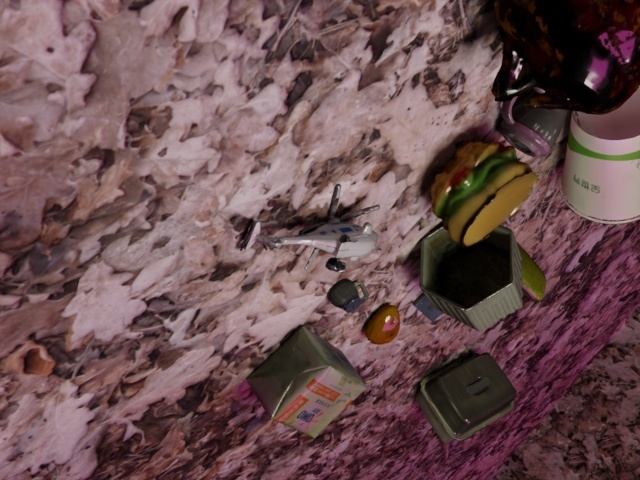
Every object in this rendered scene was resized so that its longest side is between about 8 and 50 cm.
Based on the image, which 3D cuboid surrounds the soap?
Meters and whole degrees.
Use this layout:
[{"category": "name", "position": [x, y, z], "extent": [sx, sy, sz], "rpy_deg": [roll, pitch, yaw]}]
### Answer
[{"category": "soap", "position": [-0.029, 0.320, 1.760], "extent": [0.182, 0.138, 0.199], "rpy_deg": [-43, 141, 6]}]

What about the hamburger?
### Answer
[{"category": "hamburger", "position": [0.322, -0.111, 1.615], "extent": [0.237, 0.149, 0.237], "rpy_deg": [-34, 158, -16]}]

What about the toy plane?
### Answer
[{"category": "toy plane", "position": [0.003, -0.009, 1.426], "extent": [0.273, 0.107, 0.182], "rpy_deg": [18, 111, -51]}]

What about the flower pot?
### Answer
[{"category": "flower pot", "position": [0.350, 0.073, 1.807], "extent": [0.239, 0.209, 0.189], "rpy_deg": [-33, 150, 7]}]

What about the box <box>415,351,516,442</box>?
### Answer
[{"category": "box", "position": [0.460, 0.492, 2.487], "extent": [0.290, 0.221, 0.166], "rpy_deg": [-21, 156, -33]}]

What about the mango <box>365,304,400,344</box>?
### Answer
[{"category": "mango", "position": [0.154, 0.206, 1.917], "extent": [0.080, 0.060, 0.114], "rpy_deg": [10, 125, -37]}]

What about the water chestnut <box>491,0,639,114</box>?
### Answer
[{"category": "water chestnut", "position": [0.415, -0.341, 1.309], "extent": [0.244, 0.289, 0.289], "rpy_deg": [-65, 155, -18]}]

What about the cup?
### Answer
[{"category": "cup", "position": [0.677, -0.211, 1.820], "extent": [0.253, 0.253, 0.274], "rpy_deg": [-36, 141, -9]}]

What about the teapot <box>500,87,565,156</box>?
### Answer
[{"category": "teapot", "position": [0.438, -0.263, 1.617], "extent": [0.146, 0.148, 0.116], "rpy_deg": [-55, -175, 1]}]

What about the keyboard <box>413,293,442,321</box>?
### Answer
[{"category": "keyboard", "position": [0.289, 0.174, 2.076], "extent": [0.055, 0.014, 0.176], "rpy_deg": [-44, 150, 4]}]

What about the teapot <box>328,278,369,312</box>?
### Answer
[{"category": "teapot", "position": [0.065, 0.121, 1.708], "extent": [0.088, 0.057, 0.066], "rpy_deg": [-23, 146, -28]}]

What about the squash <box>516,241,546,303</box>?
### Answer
[{"category": "squash", "position": [0.512, 0.043, 2.158], "extent": [0.093, 0.169, 0.252], "rpy_deg": [-47, 116, 3]}]
